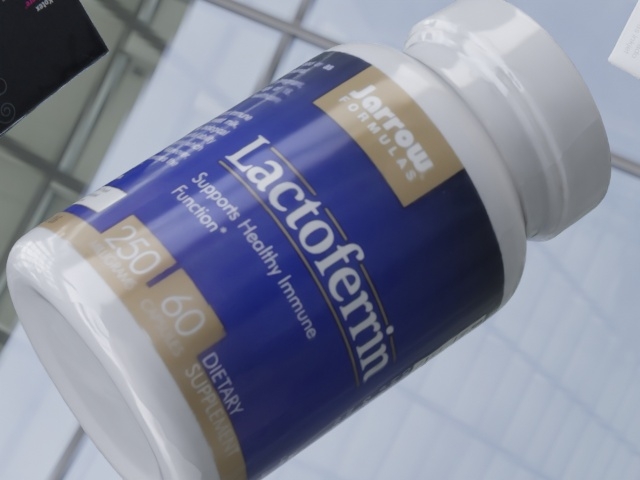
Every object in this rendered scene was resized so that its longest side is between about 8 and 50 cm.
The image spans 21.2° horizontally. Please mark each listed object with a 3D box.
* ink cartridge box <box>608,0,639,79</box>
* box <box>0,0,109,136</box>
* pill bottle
[{"bbox_3d":[0.316,-0.130,1.082,0.093,0.212,0.154,-3,-56,-58],"label":"ink cartridge box"},{"bbox_3d":[-0.292,-0.193,1.117,0.143,0.165,0.270,-44,-64,-31],"label":"box"},{"bbox_3d":[0.000,0.000,0.806,0.265,0.153,0.153,-34,-36,-20],"label":"pill bottle"}]
